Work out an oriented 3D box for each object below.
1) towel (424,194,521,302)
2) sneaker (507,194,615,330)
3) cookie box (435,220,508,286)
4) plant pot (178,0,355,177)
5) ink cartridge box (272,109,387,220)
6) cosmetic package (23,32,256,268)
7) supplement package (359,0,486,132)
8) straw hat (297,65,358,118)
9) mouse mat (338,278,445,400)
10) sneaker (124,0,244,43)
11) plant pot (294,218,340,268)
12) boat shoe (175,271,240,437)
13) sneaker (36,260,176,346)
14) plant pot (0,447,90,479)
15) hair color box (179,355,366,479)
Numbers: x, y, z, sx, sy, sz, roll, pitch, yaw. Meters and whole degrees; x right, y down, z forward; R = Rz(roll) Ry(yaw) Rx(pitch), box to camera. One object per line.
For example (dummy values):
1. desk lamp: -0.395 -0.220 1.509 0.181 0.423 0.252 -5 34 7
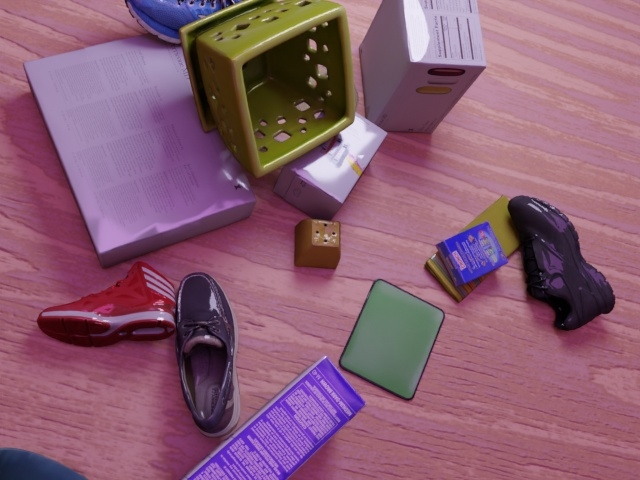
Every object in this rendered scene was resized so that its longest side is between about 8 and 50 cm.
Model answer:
1. towel: 0.314 0.014 1.409 0.237 0.021 0.102 -38 89 -22
2. sneaker: 0.440 0.044 1.378 0.130 0.109 0.286 -32 84 -13
3. cookie box: 0.287 0.025 1.363 0.107 0.040 0.091 -22 82 -22
4. plant pot: -0.096 -0.276 1.196 0.227 0.228 0.207 -33 47 -25
5. ink cartridge box: 0.015 -0.143 1.331 0.127 0.128 0.176 34 68 -1
6. cosmetic package: -0.320 -0.174 1.279 0.285 0.097 0.377 -21 77 -19
7. supplement package: 0.184 -0.353 1.369 0.145 0.262 0.204 0 72 -13
8. straw hat: 0.019 -0.298 1.421 0.145 0.061 0.144 4 71 -11
9. mouse mat: 0.134 0.179 1.316 0.153 0.007 0.189 27 67 -3
10. sneaker: -0.191 -0.429 1.298 0.330 0.147 0.129 10 59 -29
11. plant pot: 0.000 0.000 1.303 0.081 0.083 0.081 4 72 -12
12. boat shoe: -0.187 0.175 1.179 0.103 0.092 0.285 -8 65 -2
13. sneaker: -0.351 0.104 1.205 0.221 0.087 0.128 3 49 -7
14. plant pot: -0.400 0.462 0.954 0.293 0.293 0.235 37 83 1
15. hair color box: -0.101 0.336 1.111 0.339 0.185 0.110 -37 83 -21
